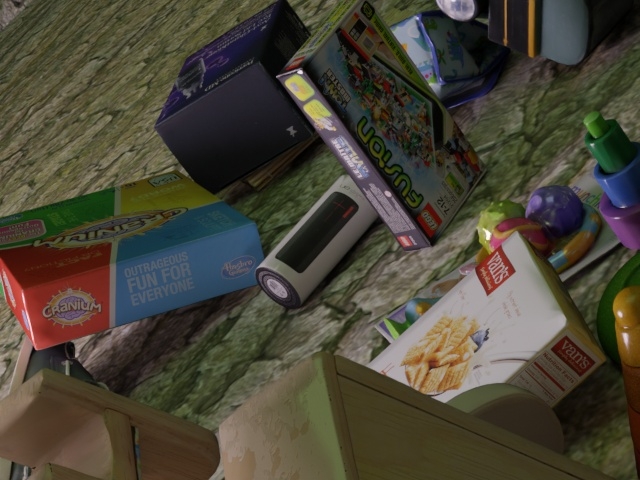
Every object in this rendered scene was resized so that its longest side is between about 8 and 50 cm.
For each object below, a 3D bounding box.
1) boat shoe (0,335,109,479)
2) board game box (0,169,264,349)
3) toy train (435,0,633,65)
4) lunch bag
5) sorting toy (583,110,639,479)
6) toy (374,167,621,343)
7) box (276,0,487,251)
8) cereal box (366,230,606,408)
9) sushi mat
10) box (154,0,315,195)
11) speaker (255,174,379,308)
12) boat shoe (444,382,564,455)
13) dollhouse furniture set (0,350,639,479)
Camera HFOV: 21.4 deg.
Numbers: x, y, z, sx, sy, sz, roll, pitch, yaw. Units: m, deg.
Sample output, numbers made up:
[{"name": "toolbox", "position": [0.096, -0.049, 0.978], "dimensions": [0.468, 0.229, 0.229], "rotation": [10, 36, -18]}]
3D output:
[{"name": "boat shoe", "position": [-0.251, 0.173, 1.615], "dimensions": [0.099, 0.116, 0.319], "rotation": [8, 16, -4]}, {"name": "board game box", "position": [-0.215, 0.012, 1.768], "dimensions": [0.242, 0.064, 0.316], "rotation": [-16, 17, -16]}, {"name": "toy train", "position": [0.258, -0.309, 1.693], "dimensions": [0.190, 0.142, 0.334], "rotation": [27, 53, 26]}, {"name": "lunch bag", "position": [0.108, -0.177, 1.744], "dimensions": [0.129, 0.096, 0.151], "rotation": [-20, -2, 37]}, {"name": "sorting toy", "position": [0.217, 0.014, 1.120], "dimensions": [0.127, 0.126, 0.365], "rotation": [-30, 25, 17]}, {"name": "toy", "position": [0.149, 0.006, 1.348], "dimensions": [0.237, 0.056, 0.137], "rotation": [-38, 23, -4]}, {"name": "box", "position": [0.058, -0.103, 1.507], "dimensions": [0.036, 0.207, 0.114], "rotation": [-11, 33, 48]}, {"name": "cereal box", "position": [0.081, 0.113, 1.194], "dimensions": [0.240, 0.047, 0.173], "rotation": [-44, 19, 11]}, {"name": "sushi mat", "position": [0.011, -0.171, 1.983], "dimensions": [0.316, 0.019, 0.151], "rotation": [-42, 21, -13]}, {"name": "box", "position": [-0.084, -0.166, 1.943], "dimensions": [0.153, 0.108, 0.207], "rotation": [-30, 21, 20]}, {"name": "speaker", "position": [0.000, 0.000, 1.595], "dimensions": [0.136, 0.055, 0.055], "rotation": [-48, 24, -27]}, {"name": "boat shoe", "position": [-0.006, 0.207, 1.065], "dimensions": [0.340, 0.127, 0.158], "rotation": [-44, 30, -17]}, {"name": "dollhouse furniture set", "position": [-0.035, 0.253, 0.855], "dimensions": [0.394, 0.256, 0.362], "rotation": [-38, 45, 28]}]
